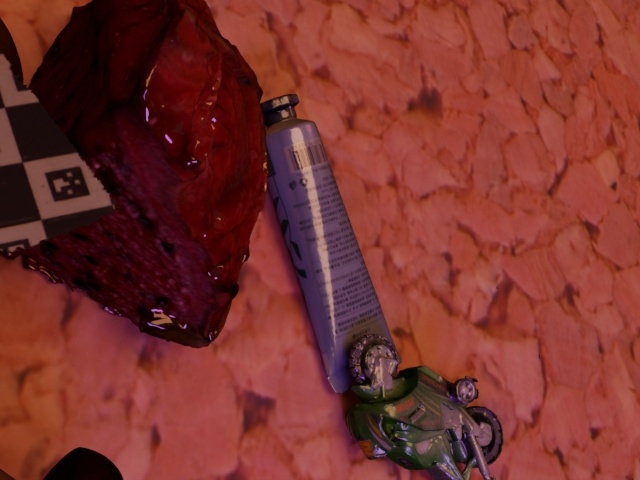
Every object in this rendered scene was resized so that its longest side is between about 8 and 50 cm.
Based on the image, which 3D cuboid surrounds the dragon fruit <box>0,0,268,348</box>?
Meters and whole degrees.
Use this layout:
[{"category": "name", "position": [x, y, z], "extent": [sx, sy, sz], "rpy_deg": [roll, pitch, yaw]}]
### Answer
[{"category": "dragon fruit", "position": [-0.143, -0.053, 0.779], "extent": [0.240, 0.330, 0.302], "rpy_deg": [-32, 95, -18]}]

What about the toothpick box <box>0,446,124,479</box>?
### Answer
[{"category": "toothpick box", "position": [-0.255, 0.167, 0.658], "extent": [0.294, 0.192, 0.192], "rpy_deg": [37, 54, -12]}]

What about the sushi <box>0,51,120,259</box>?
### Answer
[{"category": "sushi", "position": [-0.288, -0.020, 0.629], "extent": [0.279, 0.043, 0.192], "rpy_deg": [-29, 70, -29]}]

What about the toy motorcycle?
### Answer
[{"category": "toy motorcycle", "position": [0.090, 0.167, 0.984], "extent": [0.190, 0.074, 0.106], "rpy_deg": [36, 62, -23]}]

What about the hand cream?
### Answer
[{"category": "hand cream", "position": [0.000, 0.000, 0.995], "extent": [0.091, 0.058, 0.271], "rpy_deg": [-20, 92, -43]}]

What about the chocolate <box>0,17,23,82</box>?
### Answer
[{"category": "chocolate", "position": [-0.291, -0.124, 0.754], "extent": [0.177, 0.177, 0.177], "rpy_deg": [14, 64, -32]}]
